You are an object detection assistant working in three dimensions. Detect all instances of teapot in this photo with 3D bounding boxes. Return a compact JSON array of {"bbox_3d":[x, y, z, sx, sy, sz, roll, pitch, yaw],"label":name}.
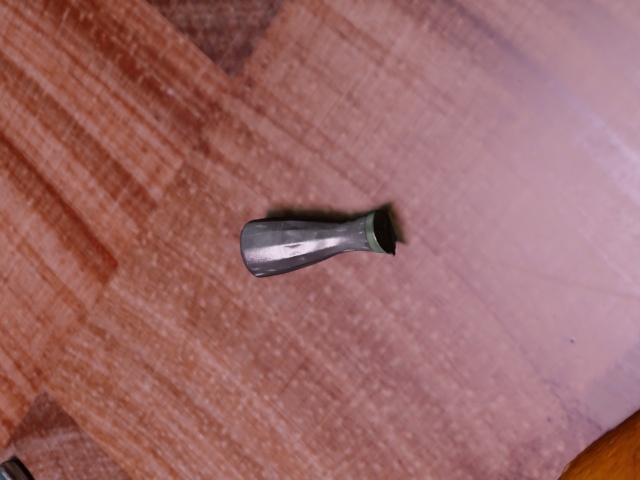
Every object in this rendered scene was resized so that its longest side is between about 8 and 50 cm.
[{"bbox_3d":[0.000,0.000,0.997,0.111,0.043,0.042,-7,99,27],"label":"teapot"}]

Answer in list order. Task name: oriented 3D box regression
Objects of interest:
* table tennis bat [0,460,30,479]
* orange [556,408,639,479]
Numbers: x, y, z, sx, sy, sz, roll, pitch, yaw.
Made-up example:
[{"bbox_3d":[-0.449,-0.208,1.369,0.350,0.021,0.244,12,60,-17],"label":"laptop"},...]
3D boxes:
[{"bbox_3d":[-0.339,0.281,1.275,0.154,0.021,0.274,50,123,8],"label":"table tennis bat"},{"bbox_3d":[0.278,0.194,0.863,0.310,0.274,0.274,-34,85,1],"label":"orange"}]
